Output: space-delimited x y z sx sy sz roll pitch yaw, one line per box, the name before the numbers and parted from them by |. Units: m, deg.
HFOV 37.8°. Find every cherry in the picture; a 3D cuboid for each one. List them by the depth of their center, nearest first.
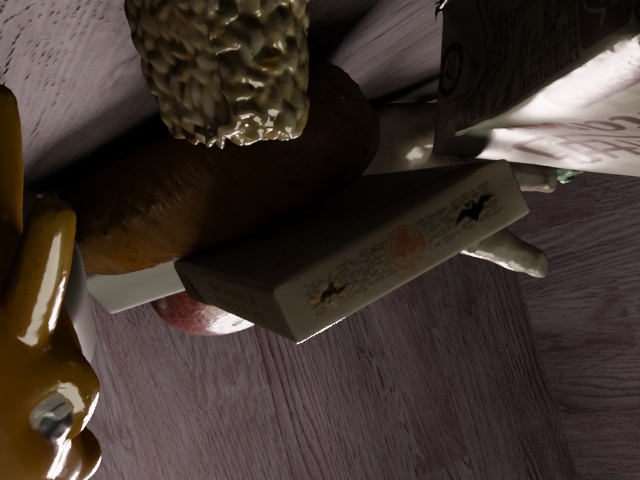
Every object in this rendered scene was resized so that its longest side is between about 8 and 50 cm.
cherry | -0.136 0.018 1.388 0.261 0.221 0.307 -25 169 -31

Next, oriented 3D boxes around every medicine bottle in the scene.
medicine bottle | -0.158 -0.017 1.128 0.324 0.124 0.179 -21 -152 44

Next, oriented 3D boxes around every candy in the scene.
candy | -0.048 -0.100 0.468 0.085 0.110 0.095 -16 -166 -26

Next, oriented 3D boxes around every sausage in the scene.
sausage | -0.141 -0.046 0.901 0.500 0.123 0.136 -18 -154 46

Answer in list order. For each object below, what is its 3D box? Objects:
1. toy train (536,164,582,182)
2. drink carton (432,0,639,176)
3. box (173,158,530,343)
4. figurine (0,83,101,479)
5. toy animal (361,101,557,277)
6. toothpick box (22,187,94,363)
toy train | 0.267 -0.144 1.407 0.304 0.150 0.221 -18 -172 -2
drink carton | 0.206 -0.127 0.579 0.194 0.132 0.324 6 175 -9
box | 0.000 0.001 0.817 0.204 0.051 0.365 -29 -169 -16
figurine | -0.332 0.080 0.535 0.387 0.268 0.401 -15 163 -20
toy animal | 0.114 -0.065 1.181 0.302 0.194 0.344 8 171 29
toothpick box | -0.308 0.070 0.859 0.229 0.229 0.316 -16 167 -17
